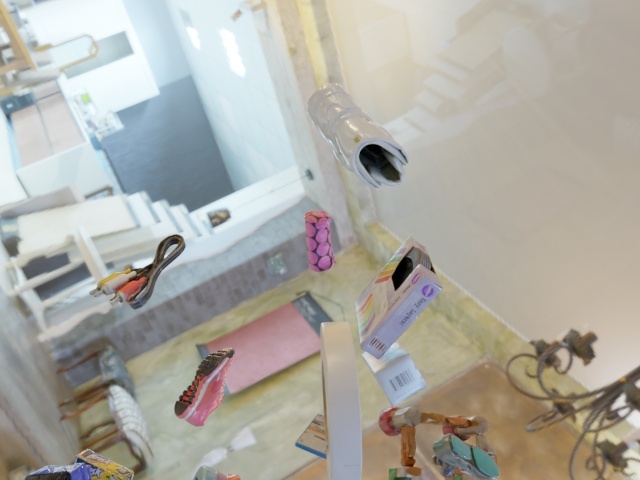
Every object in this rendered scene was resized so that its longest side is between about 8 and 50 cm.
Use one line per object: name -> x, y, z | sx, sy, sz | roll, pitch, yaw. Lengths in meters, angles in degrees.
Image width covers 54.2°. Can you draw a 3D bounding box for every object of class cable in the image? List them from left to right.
cable -> -0.434, 0.071, 1.574 | 0.139, 0.287, 0.072 | 17, -41, 35

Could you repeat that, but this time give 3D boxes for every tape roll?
tape roll -> 0.044, 0.388, 1.492 | 0.392, 0.071, 0.393 | 178, -90, -88

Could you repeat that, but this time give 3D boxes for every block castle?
block castle -> 0.317, 0.708, 1.767 | 0.213, 0.302, 0.454 | 129, -32, -62

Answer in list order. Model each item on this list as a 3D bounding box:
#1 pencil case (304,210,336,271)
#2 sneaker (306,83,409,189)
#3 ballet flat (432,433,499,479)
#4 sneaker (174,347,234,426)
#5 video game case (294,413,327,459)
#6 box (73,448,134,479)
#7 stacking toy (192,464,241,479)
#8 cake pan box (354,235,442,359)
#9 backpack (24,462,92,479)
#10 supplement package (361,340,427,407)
pencil case -> 0.000, 0.000, 2.157 | 0.095, 0.098, 0.210 | -94, 179, -59
sneaker -> 0.094, -0.138, 1.095 | 0.169, 0.108, 0.292 | 56, 14, 30
ballet flat -> 0.348, 0.526, 1.509 | 0.213, 0.068, 0.072 | 37, 34, -29
sneaker -> -0.405, 0.541, 2.309 | 0.115, 0.314, 0.136 | 0, -43, 50
video game case -> 0.016, 0.534, 1.698 | 0.119, 0.166, 0.015 | 17, -72, 17
box -> -0.627, 0.668, 1.802 | 0.168, 0.059, 0.054 | 19, 8, 14
stacking toy -> -0.300, 0.665, 1.396 | 0.309, 0.130, 0.280 | -53, -157, 41
cake pan box -> 0.197, 0.140, 1.622 | 0.070, 0.267, 0.246 | 33, 21, -16
backpack -> -0.528, 0.504, 1.264 | 0.101, 0.120, 0.098 | 20, 61, -78
supplement package -> 0.189, 0.337, 1.627 | 0.105, 0.105, 0.179 | 60, -2, -8
